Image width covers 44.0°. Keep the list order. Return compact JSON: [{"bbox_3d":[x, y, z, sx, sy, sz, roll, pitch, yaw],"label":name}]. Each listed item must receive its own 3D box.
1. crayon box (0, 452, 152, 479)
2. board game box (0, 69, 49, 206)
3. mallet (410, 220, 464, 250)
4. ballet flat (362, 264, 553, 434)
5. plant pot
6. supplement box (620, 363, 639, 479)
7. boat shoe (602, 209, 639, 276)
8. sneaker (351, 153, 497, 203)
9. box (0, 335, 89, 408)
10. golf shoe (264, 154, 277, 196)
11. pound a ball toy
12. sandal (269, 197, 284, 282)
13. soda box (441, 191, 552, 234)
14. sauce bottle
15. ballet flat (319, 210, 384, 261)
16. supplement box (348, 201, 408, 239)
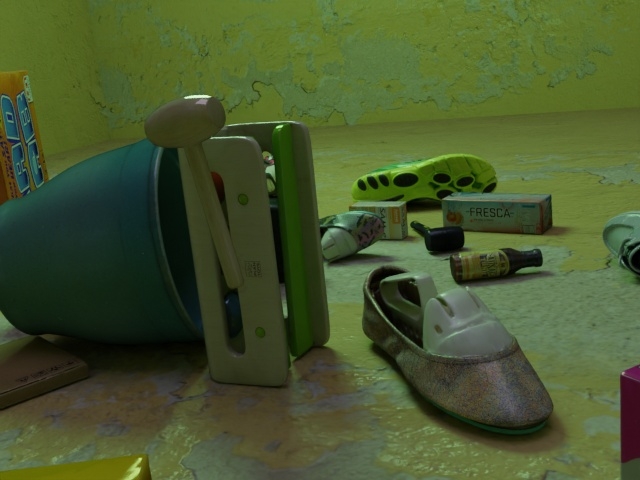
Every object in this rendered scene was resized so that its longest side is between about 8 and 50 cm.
[{"bbox_3d":[-0.285,0.245,0.400,0.362,0.106,0.313,-6,14,0],"label":"crayon box"},{"bbox_3d":[-0.722,-0.112,1.465,0.356,0.356,0.356,-8,15,-7],"label":"board game box"},{"bbox_3d":[0.179,-0.013,1.351,0.062,0.039,0.189,-7,10,-16],"label":"mallet"},{"bbox_3d":[0.119,0.093,0.816,0.107,0.106,0.316,-12,16,-21],"label":"ballet flat"},{"bbox_3d":[-0.266,0.013,1.014,0.255,0.272,0.271,-10,13,12],"label":"plant pot"},{"bbox_3d":[0.332,0.129,0.572,0.220,0.111,0.114,-14,17,-26],"label":"supplement box"},{"bbox_3d":[0.438,0.013,1.039,0.081,0.079,0.227,-7,17,-20],"label":"boat shoe"},{"bbox_3d":[0.210,-0.127,1.617,0.295,0.109,0.123,-5,18,7],"label":"sneaker"},{"bbox_3d":[-0.399,0.165,0.930,0.201,0.021,0.164,-18,19,-37],"label":"box"},{"bbox_3d":[-0.109,-0.133,1.849,0.120,0.105,0.273,-27,14,-15],"label":"golf shoe"},{"bbox_3d":[-0.103,-0.002,0.848,0.135,0.319,0.208,0,16,26],"label":"pound a ball toy"},{"bbox_3d":[-0.239,0.005,1.213,0.445,0.168,0.107,1,19,-9],"label":"sandal"},{"bbox_3d":[0.307,-0.049,1.380,0.183,0.058,0.063,4,18,34],"label":"soda box"},{"bbox_3d":[0.250,0.031,1.126,0.128,0.042,0.042,-9,14,0],"label":"sauce bottle"},{"bbox_3d":[0.000,0.000,1.320,0.221,0.077,0.079,-3,33,33],"label":"ballet flat"},{"bbox_3d":[0.103,-0.036,1.406,0.098,0.062,0.036,0,15,27],"label":"supplement box"}]
